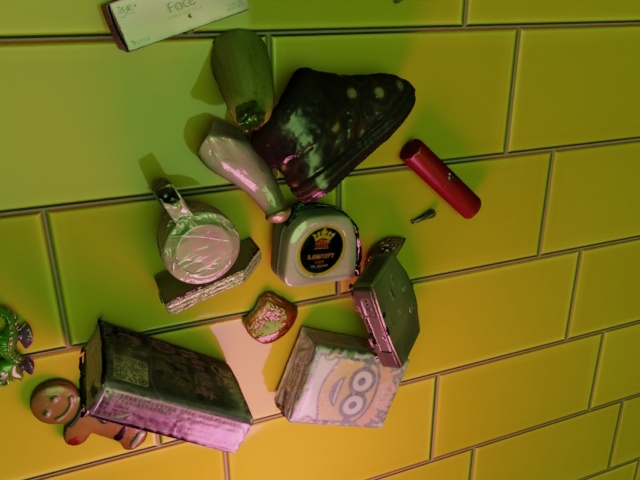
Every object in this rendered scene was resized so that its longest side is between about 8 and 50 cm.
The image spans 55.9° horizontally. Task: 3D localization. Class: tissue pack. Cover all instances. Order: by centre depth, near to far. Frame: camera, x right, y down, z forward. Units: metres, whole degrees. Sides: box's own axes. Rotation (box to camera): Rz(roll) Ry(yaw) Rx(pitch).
[{"bbox_3d":[-0.280,-0.443,1.143,0.246,0.148,0.092,-26,117,-15],"label":"tissue pack"},{"bbox_3d":[-0.344,0.327,1.352,0.361,0.259,0.122,27,101,-31],"label":"tissue pack"},{"bbox_3d":[0.061,0.378,1.627,0.311,0.128,0.227,14,103,-29],"label":"tissue pack"}]

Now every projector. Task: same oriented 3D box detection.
[{"bbox_3d":[0.172,0.170,1.543,0.193,0.088,0.269,-52,129,-44],"label":"projector"}]

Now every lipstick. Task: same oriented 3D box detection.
[{"bbox_3d":[0.317,-0.156,1.561,0.280,0.073,0.073,36,93,-31],"label":"lipstick"}]

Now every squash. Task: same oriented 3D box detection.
[{"bbox_3d":[-0.146,-0.290,1.220,0.137,0.287,0.137,-10,144,-7],"label":"squash"}]

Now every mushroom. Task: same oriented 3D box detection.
[{"bbox_3d":[-0.158,-0.152,1.328,0.103,0.118,0.270,-27,125,31],"label":"mushroom"}]

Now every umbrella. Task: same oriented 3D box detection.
[{"bbox_3d":[0.279,-0.063,1.611,0.083,0.020,0.031,-27,157,-12],"label":"umbrella"}]

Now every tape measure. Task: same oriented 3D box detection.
[{"bbox_3d":[0.000,0.000,1.464,0.235,0.115,0.207,-6,113,-31],"label":"tape measure"}]

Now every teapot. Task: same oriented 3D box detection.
[{"bbox_3d":[-0.296,-0.022,1.286,0.222,0.178,0.163,33,93,-36],"label":"teapot"}]

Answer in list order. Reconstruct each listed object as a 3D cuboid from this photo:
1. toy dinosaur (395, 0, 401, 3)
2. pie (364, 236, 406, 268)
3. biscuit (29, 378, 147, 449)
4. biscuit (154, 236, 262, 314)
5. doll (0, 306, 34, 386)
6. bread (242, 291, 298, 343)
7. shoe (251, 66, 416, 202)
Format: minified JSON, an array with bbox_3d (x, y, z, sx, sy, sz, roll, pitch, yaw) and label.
[{"bbox_3d":[0.250,-0.586,1.383,0.180,0.037,0.058,-12,138,-12],"label":"toy dinosaur"},{"bbox_3d":[0.159,0.061,1.597,0.092,0.034,0.169,15,104,-32],"label":"pie"},{"bbox_3d":[-0.530,0.407,1.425,0.302,0.049,0.196,26,96,-29],"label":"biscuit"},{"bbox_3d":[-0.247,0.074,1.361,0.250,0.147,0.046,-24,120,-16],"label":"biscuit"},{"bbox_3d":[-0.675,0.227,1.288,0.115,0.050,0.190,-3,110,-30],"label":"doll"},{"bbox_3d":[-0.124,0.202,1.524,0.126,0.044,0.129,39,95,-29],"label":"bread"},{"bbox_3d":[0.025,-0.281,1.323,0.384,0.171,0.237,-45,107,-18],"label":"shoe"}]
